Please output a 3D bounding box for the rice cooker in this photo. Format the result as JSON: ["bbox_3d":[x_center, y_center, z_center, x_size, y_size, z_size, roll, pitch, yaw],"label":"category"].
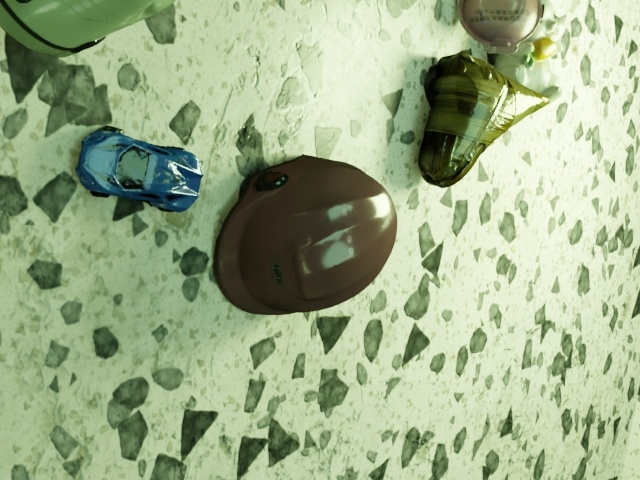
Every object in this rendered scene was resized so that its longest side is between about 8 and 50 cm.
[{"bbox_3d":[-0.299,-0.347,1.086,0.226,0.244,0.226,40,43,-50],"label":"rice cooker"}]

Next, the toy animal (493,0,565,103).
[{"bbox_3d":[0.460,-0.458,2.071,0.208,0.154,0.325,-22,94,-24],"label":"toy animal"}]

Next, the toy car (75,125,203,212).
[{"bbox_3d":[-0.257,-0.101,1.328,0.216,0.063,0.103,12,89,-51],"label":"toy car"}]

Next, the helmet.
[{"bbox_3d":[0.000,0.000,1.565,0.338,0.197,0.271,-35,126,-42],"label":"helmet"}]

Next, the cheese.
[{"bbox_3d":[0.385,-0.536,1.961,0.074,0.188,0.286,86,4,-78],"label":"cheese"}]

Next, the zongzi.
[{"bbox_3d":[0.355,-0.231,1.949,0.288,0.134,0.286,15,90,-29],"label":"zongzi"}]
